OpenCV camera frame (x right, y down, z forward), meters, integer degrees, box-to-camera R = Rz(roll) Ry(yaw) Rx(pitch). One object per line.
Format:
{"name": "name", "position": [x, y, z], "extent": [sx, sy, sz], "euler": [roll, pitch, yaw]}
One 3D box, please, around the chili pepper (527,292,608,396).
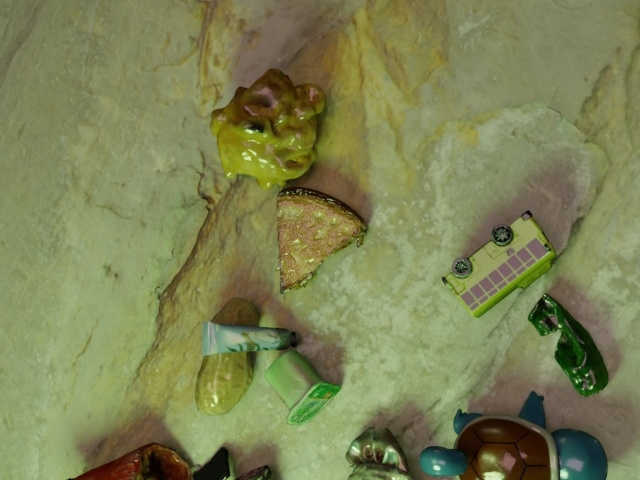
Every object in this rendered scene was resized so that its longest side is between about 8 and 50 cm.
{"name": "chili pepper", "position": [0.579, 0.240, 1.709], "extent": [0.099, 0.083, 0.253], "euler": [-38, 68, 19]}

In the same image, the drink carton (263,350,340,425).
{"name": "drink carton", "position": [-0.060, 0.368, 1.870], "extent": [0.144, 0.146, 0.142], "euler": [-48, 63, 5]}

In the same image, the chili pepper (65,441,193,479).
{"name": "chili pepper", "position": [-0.516, 0.659, 1.908], "extent": [0.305, 0.251, 0.229], "euler": [-36, 87, 12]}

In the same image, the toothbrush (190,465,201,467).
{"name": "toothbrush", "position": [-0.368, 0.614, 1.995], "extent": [0.096, 0.008, 0.006], "euler": [-7, 66, 18]}

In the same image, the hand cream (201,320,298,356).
{"name": "hand cream", "position": [-0.180, 0.254, 1.888], "extent": [0.256, 0.055, 0.088], "euler": [5, 81, -24]}

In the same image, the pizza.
{"name": "pizza", "position": [0.000, 0.000, 1.938], "extent": [0.251, 0.074, 0.288], "euler": [0, 87, 17]}

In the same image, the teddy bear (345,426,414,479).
{"name": "teddy bear", "position": [0.086, 0.683, 1.684], "extent": [0.327, 0.375, 0.362], "euler": [-20, 97, 53]}

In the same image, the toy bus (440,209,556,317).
{"name": "toy bus", "position": [0.433, 0.061, 1.758], "extent": [0.262, 0.128, 0.150], "euler": [-40, 72, 10]}

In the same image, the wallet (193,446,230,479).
{"name": "wallet", "position": [-0.324, 0.658, 1.923], "extent": [0.244, 0.124, 0.025], "euler": [-45, 112, 7]}

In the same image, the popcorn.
{"name": "popcorn", "position": [-0.147, -0.296, 1.942], "extent": [0.297, 0.281, 0.316], "euler": [12, 100, 1]}

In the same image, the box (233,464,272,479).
{"name": "box", "position": [-0.172, 0.663, 1.853], "extent": [0.151, 0.151, 0.135], "euler": [-28, 81, 12]}

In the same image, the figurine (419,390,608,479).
{"name": "figurine", "position": [0.419, 0.488, 1.670], "extent": [0.416, 0.243, 0.298], "euler": [2, 72, -2]}

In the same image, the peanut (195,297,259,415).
{"name": "peanut", "position": [-0.245, 0.306, 1.940], "extent": [0.149, 0.149, 0.313], "euler": [4, 78, 19]}
